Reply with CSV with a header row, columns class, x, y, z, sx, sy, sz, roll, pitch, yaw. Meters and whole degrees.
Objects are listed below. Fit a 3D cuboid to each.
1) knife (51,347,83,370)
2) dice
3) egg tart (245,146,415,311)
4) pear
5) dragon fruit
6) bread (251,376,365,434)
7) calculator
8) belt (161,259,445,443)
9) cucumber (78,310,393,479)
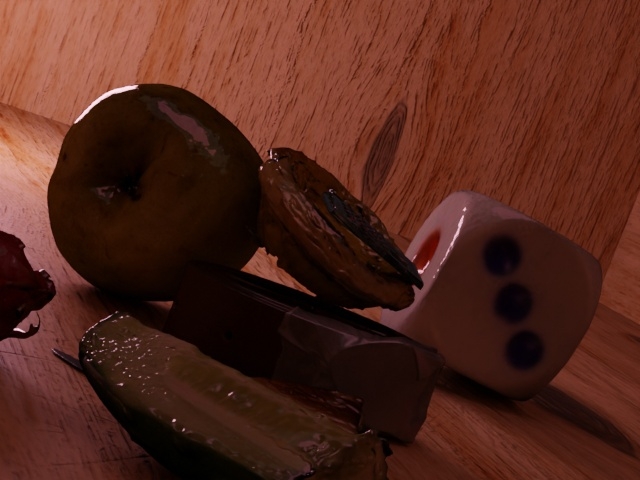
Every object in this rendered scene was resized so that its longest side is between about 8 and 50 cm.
class,x,y,z,sx,sy,sz,roll,pitch,yaw
knife,-0.224,0.143,1.475,0.170,0.010,0.023,24,8,36
dice,0.262,0.085,2.205,0.251,0.259,0.243,28,1,-10
egg tart,0.000,0.000,1.803,0.291,0.107,0.291,43,13,-13
pear,-0.215,-0.052,1.916,0.304,0.304,0.304,20,7,-2
dragon fruit,-0.347,0.046,1.423,0.166,0.133,0.136,11,53,-48
bread,0.002,0.198,1.532,0.154,0.054,0.136,11,9,-29
calculator,0.065,-0.002,1.745,0.172,0.018,0.057,41,17,-30
belt,-0.020,0.129,1.730,0.339,0.122,0.217,21,5,6
cucumber,-0.104,0.168,1.274,0.325,0.105,0.145,26,35,36
